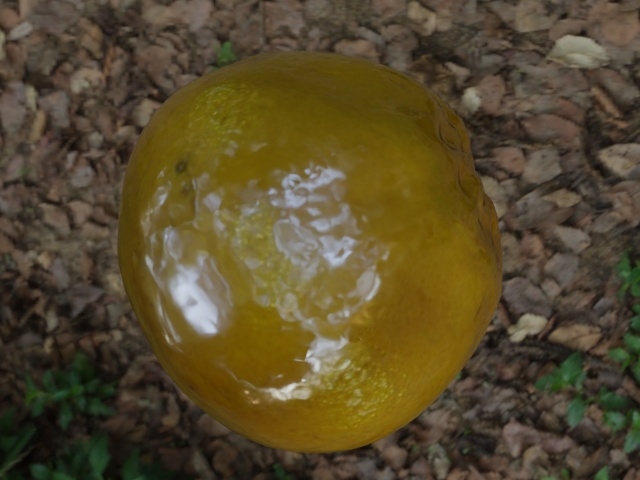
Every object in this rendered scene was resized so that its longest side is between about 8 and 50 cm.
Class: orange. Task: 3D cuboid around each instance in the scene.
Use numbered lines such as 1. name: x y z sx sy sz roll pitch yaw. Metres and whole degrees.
1. orange: 0.000 0.000 0.406 0.136 0.159 0.159 -23 88 20
